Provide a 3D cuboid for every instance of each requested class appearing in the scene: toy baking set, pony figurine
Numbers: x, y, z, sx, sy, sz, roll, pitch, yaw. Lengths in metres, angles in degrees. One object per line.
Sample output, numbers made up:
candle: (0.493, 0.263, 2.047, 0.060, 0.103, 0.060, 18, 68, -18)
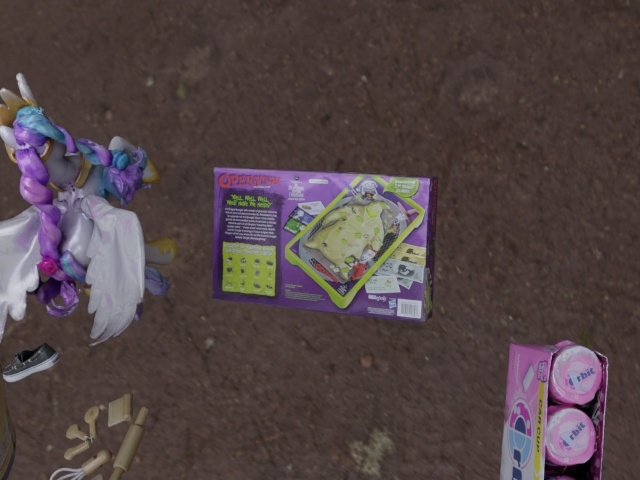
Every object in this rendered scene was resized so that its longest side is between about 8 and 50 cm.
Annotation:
toy baking set: (-0.410, 0.397, 1.810, 0.197, 0.030, 0.256, -14, 44, 34)
pony figurine: (-0.330, -0.009, 1.345, 0.303, 0.363, 0.350, -6, 74, 16)

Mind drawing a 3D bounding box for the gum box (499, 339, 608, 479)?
gum box: (0.227, 0.190, 0.977, 0.062, 0.107, 0.188, 4, 88, -10)

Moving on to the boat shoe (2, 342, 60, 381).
boat shoe: (-0.519, 0.213, 1.761, 0.142, 0.040, 0.049, -21, 24, 32)

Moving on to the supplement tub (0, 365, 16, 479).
supplement tub: (-0.423, 0.144, 0.953, 0.229, 0.316, 0.228, 5, 49, -6)

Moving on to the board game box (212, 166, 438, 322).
board game box: (0.000, 0.000, 1.470, 0.347, 0.056, 0.208, 5, 102, 24)
